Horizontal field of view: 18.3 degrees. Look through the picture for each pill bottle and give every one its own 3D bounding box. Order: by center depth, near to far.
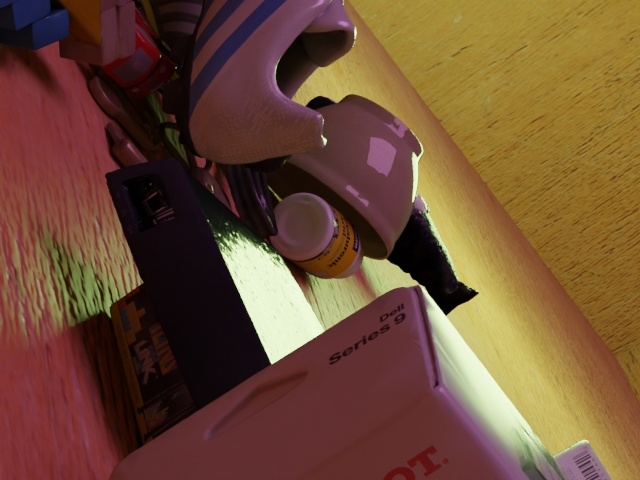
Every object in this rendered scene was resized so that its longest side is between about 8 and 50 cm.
[{"bbox_3d":[0.000,0.000,1.868,0.065,0.065,0.116,60,10,23],"label":"pill bottle"}]

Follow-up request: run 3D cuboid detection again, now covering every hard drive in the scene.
[{"bbox_3d":[-0.038,0.070,1.204,0.172,0.054,0.255,44,15,-49],"label":"hard drive"}]

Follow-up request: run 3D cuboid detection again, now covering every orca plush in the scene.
[{"bbox_3d":[0.049,-0.019,2.218,0.151,0.102,0.287,-5,-62,49],"label":"orca plush"}]

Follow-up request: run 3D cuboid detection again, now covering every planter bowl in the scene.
[{"bbox_3d":[0.032,-0.073,1.936,0.162,0.109,0.162,35,-13,9],"label":"planter bowl"}]

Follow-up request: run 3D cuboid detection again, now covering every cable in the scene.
[{"bbox_3d":[-0.092,-0.097,1.853,0.139,0.072,0.287,72,5,-55],"label":"cable"}]

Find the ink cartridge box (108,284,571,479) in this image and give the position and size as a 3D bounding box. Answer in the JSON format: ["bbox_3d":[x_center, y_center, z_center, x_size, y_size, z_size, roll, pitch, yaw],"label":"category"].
[{"bbox_3d":[0.048,0.200,1.026,0.289,0.211,0.121,51,12,-21],"label":"ink cartridge box"}]

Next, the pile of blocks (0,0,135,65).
[{"bbox_3d":[-0.249,-0.223,1.342,0.112,0.149,0.362,13,-25,28],"label":"pile of blocks"}]

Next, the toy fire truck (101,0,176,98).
[{"bbox_3d":[-0.198,-0.211,1.595,0.192,0.047,0.135,59,12,31],"label":"toy fire truck"}]

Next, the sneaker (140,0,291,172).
[{"bbox_3d":[-0.093,-0.176,1.732,0.111,0.121,0.300,41,10,-50],"label":"sneaker"}]

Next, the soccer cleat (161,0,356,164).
[{"bbox_3d":[-0.035,-0.211,1.621,0.116,0.143,0.331,65,28,-66],"label":"soccer cleat"}]

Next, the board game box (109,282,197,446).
[{"bbox_3d":[-0.061,0.120,1.232,0.141,0.048,0.170,50,11,-39],"label":"board game box"}]

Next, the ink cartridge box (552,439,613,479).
[{"bbox_3d":[0.267,0.368,1.987,0.261,0.066,0.296,-16,71,-53],"label":"ink cartridge box"}]

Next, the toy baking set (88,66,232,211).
[{"bbox_3d":[-0.106,-0.051,1.618,0.256,0.030,0.197,42,17,-55],"label":"toy baking set"}]
